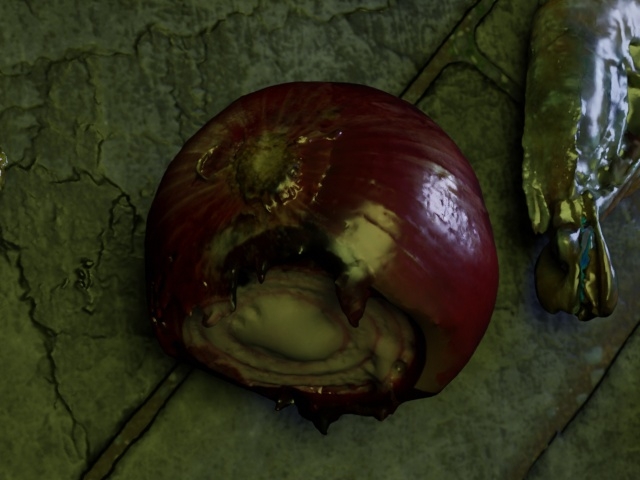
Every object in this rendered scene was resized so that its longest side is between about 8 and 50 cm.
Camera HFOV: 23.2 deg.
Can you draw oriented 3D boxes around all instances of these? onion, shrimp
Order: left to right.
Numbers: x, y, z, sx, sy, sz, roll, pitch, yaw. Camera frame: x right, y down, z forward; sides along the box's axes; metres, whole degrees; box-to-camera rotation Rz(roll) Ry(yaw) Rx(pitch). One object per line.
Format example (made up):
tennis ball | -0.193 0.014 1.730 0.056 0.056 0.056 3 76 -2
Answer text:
onion | -0.006 -0.003 1.476 0.341 0.341 0.341 4 75 -15
shrimp | 0.313 -0.118 1.716 0.221 0.110 0.445 22 67 -18

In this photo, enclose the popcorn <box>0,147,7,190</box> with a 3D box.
popcorn | -0.347 -0.072 1.535 0.083 0.059 0.068 30 70 3
